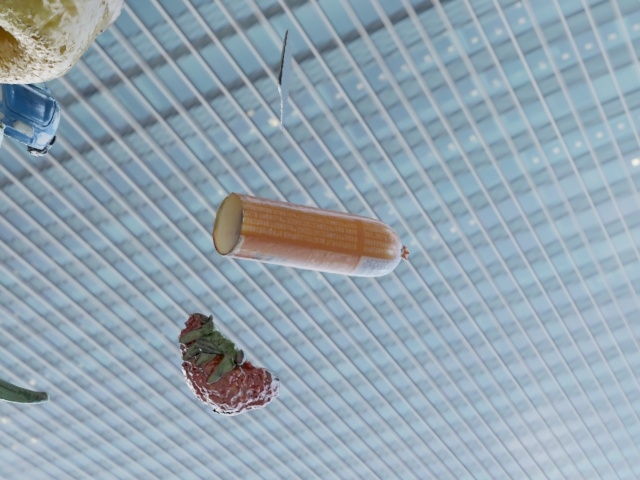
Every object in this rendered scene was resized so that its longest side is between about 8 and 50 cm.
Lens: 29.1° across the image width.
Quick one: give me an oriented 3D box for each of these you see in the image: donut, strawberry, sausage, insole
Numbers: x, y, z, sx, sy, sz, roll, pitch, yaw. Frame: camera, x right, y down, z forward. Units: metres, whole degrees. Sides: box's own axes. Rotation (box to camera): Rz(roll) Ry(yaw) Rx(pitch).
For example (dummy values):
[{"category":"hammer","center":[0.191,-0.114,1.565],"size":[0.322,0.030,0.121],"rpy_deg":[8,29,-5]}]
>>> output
[{"category":"donut","center":[-0.338,-0.246,1.208],"size":[0.278,0.277,0.108],"rpy_deg":[7,-111,33]},{"category":"strawberry","center":[-0.117,0.155,1.453],"size":[0.085,0.140,0.192],"rpy_deg":[-51,-159,-10]},{"category":"sausage","center":[0.000,0.000,1.367],"size":[0.071,0.234,0.071],"rpy_deg":[-28,-122,55]},{"category":"insole","center":[-0.046,-0.210,1.623],"size":[0.007,0.322,0.109],"rpy_deg":[7,-93,0]}]

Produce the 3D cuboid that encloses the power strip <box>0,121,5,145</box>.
[{"category":"power strip","center":[-0.489,-0.123,1.611],"size":[0.191,0.047,0.030],"rpy_deg":[-12,-119,26]}]

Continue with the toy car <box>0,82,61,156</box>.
[{"category":"toy car","center":[-0.566,-0.281,2.206],"size":[0.166,0.198,0.314],"rpy_deg":[-57,-139,8]}]

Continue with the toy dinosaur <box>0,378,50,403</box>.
[{"category":"toy dinosaur","center":[-0.483,0.183,1.514],"size":[0.292,0.079,0.120],"rpy_deg":[11,-131,28]}]
